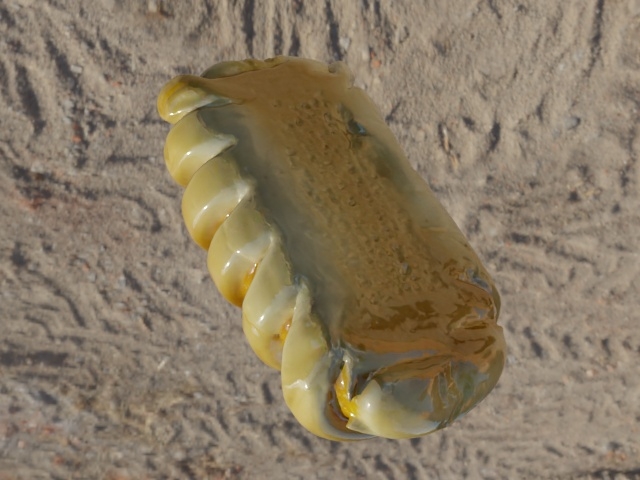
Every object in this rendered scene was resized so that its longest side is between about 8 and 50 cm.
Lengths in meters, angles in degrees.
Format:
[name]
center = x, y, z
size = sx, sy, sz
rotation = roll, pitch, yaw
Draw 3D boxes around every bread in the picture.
[bread]
center = 0.000, 0.000, 0.532
size = 0.173, 0.311, 0.121
rotation = -10, 147, -29
